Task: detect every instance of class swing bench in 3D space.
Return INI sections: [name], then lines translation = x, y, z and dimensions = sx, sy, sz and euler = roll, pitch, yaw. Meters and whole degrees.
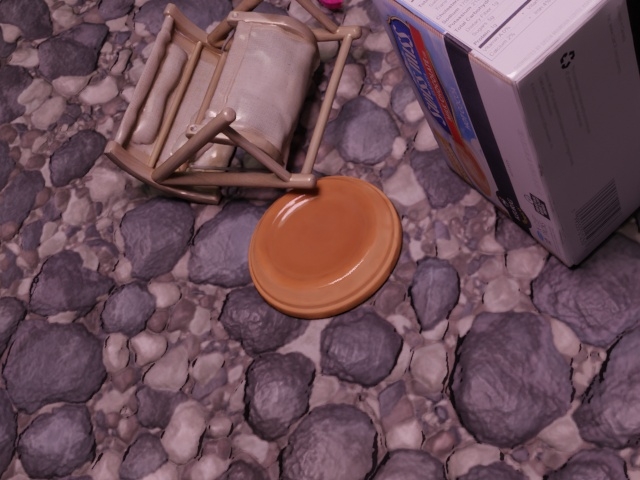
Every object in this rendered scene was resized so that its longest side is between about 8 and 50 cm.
[swing bench]
translation = -0.115, -0.195, 1.379
dimensions = 0.255, 0.165, 0.253
euler = -8, 55, 43

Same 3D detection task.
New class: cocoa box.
[cocoa box]
translation = 0.241, -0.187, 1.116
dimensions = 0.231, 0.347, 0.228
euler = -42, 53, -5

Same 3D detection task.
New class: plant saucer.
[plant saucer]
translation = 0.000, 0.000, 1.293
dimensions = 0.200, 0.037, 0.200
euler = -11, 56, 17

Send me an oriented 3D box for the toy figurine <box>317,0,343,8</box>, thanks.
[toy figurine]
translation = 0.052, -0.394, 1.486
dimensions = 0.159, 0.130, 0.173
euler = -13, 33, 26
